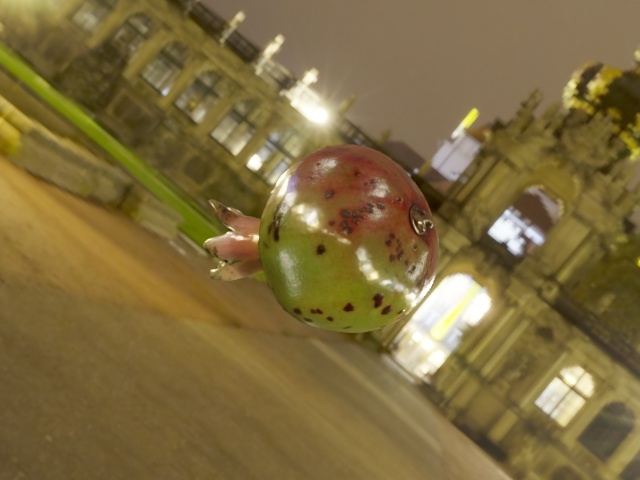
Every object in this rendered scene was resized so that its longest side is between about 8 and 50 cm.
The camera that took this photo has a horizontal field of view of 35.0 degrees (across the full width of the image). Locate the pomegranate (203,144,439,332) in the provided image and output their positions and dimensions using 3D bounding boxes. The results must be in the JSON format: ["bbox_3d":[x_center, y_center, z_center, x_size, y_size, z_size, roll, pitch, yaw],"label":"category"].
[{"bbox_3d":[0.005,-0.003,0.688,0.159,0.129,0.129,15,-20,48],"label":"pomegranate"}]
